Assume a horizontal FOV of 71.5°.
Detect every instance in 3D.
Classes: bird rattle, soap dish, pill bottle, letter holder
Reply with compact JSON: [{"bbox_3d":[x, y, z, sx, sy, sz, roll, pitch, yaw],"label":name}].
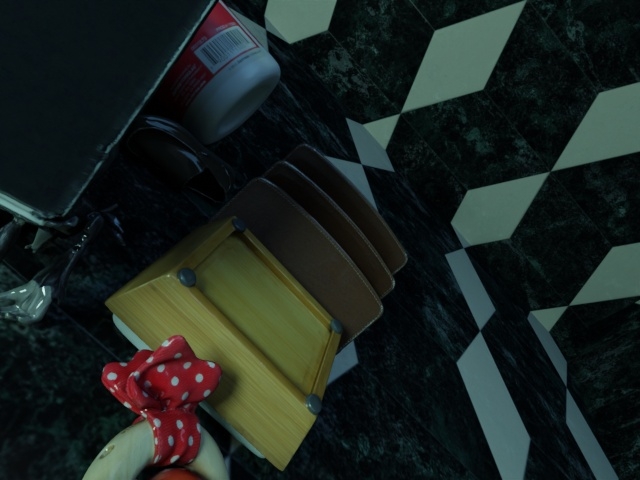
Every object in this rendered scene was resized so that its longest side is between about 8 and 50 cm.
[{"bbox_3d":[-0.156,0.224,0.398,0.253,0.143,0.206,-74,141,-64],"label":"bird rattle"},{"bbox_3d":[-0.101,0.115,0.600,0.291,0.118,0.229,47,25,-9],"label":"soap dish"},{"bbox_3d":[-0.292,-0.408,0.867,0.407,0.229,0.229,47,25,-7],"label":"pill bottle"},{"bbox_3d":[0.000,0.000,0.768,0.302,0.214,0.152,47,8,-7],"label":"letter holder"}]

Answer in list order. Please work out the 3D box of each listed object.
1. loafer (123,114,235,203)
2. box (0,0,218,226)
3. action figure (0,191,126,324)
[{"bbox_3d":[-0.233,-0.134,0.763,0.220,0.080,0.078,27,33,-40],"label":"loafer"},{"bbox_3d":[-0.354,-0.312,0.387,0.480,0.297,0.472,35,3,-30],"label":"box"},{"bbox_3d":[-0.306,-0.014,0.425,0.164,0.141,0.275,41,2,-2],"label":"action figure"}]
